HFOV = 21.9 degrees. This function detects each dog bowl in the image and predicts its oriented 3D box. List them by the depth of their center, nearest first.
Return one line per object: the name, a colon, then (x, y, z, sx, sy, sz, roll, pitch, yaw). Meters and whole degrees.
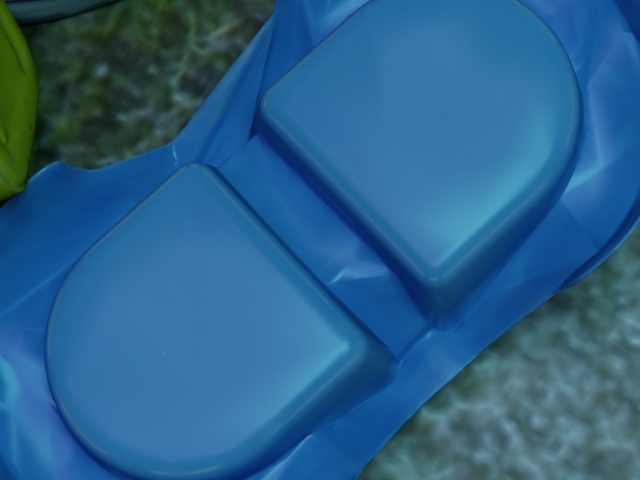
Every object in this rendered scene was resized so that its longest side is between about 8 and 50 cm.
dog bowl: (0.000, 0.000, 0.630, 0.297, 0.074, 0.166, -42, 77, -5)

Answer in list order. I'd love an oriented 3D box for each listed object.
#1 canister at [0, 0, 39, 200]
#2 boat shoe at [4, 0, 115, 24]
canister: (-0.196, -0.033, 0.622, 0.170, 0.126, 0.073, -22, 121, 8)
boat shoe: (-0.038, -0.166, 0.663, 0.267, 0.088, 0.096, -14, 76, 2)
